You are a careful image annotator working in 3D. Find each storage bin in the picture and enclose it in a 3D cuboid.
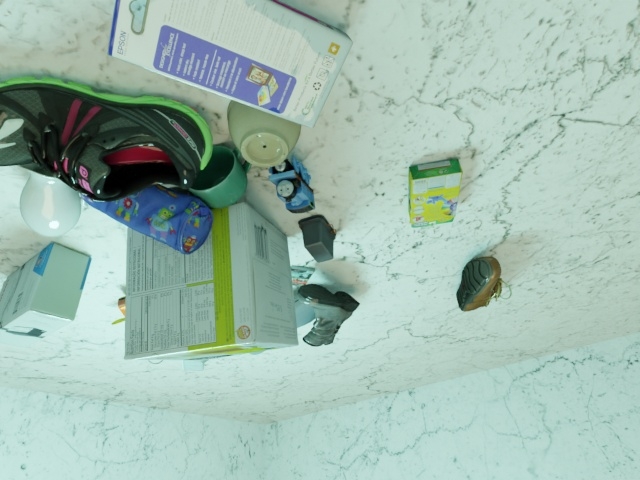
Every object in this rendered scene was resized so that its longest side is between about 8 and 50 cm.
[{"bbox_3d":[0.000,0.000,1.246,0.098,0.091,0.135,-15,145,16],"label":"storage bin"}]

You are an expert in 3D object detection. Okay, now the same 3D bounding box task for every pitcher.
[{"bbox_3d":[-0.614,-0.109,1.004,0.178,0.125,0.207,-1,138,-32],"label":"pitcher"}]

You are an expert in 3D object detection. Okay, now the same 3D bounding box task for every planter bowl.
[{"bbox_3d":[-0.118,-0.225,0.882,0.162,0.109,0.162,-2,146,-2],"label":"planter bowl"}]

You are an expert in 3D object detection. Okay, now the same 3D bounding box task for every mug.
[{"bbox_3d":[-0.223,-0.143,0.973,0.158,0.129,0.097,-12,148,11],"label":"mug"}]

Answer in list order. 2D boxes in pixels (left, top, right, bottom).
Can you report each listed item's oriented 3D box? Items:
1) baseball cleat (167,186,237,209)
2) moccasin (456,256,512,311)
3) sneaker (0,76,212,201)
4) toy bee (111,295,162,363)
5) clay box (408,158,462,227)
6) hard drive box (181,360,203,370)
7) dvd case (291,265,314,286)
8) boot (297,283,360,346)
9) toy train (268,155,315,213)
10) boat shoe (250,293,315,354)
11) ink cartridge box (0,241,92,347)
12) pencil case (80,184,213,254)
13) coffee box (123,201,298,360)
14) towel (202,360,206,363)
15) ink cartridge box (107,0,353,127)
[{"bbox_3d":[-0.294,-0.106,1.088,0.109,0.072,0.206,-32,147,26],"label":"baseball cleat"},{"bbox_3d":[0.593,0.163,1.513,0.147,0.139,0.380,-9,146,5],"label":"moccasin"},{"bbox_3d":[-0.464,-0.185,0.817,0.484,0.202,0.185,0,145,-6],"label":"sneaker"},{"bbox_3d":[-0.685,0.305,1.592,0.196,0.162,0.298,2,117,-18],"label":"toy bee"},{"bbox_3d":[0.304,-0.119,1.136,0.128,0.053,0.222,-8,147,6],"label":"clay box"},{"bbox_3d":[-0.513,0.411,1.723,0.089,0.181,0.232,6,144,-12],"label":"hard drive box"},{"bbox_3d":[-0.080,0.129,1.499,0.087,0.013,0.119,8,145,-18],"label":"dvd case"},{"bbox_3d":[-0.001,0.289,1.524,0.338,0.118,0.222,23,102,-49],"label":"boot"},{"bbox_3d":[-0.065,-0.130,1.002,0.080,0.105,0.184,-12,169,11],"label":"toy train"},{"bbox_3d":[-0.147,0.275,1.610,0.367,0.156,0.135,-35,139,-6],"label":"boat shoe"},{"bbox_3d":[-0.868,0.175,1.291,0.308,0.223,0.129,-25,142,28],"label":"ink cartridge box"},{"bbox_3d":[-0.395,-0.086,0.954,0.306,0.119,0.133,26,105,9],"label":"pencil case"},{"bbox_3d":[-0.278,0.135,1.128,0.335,0.337,0.337,-11,162,11],"label":"coffee box"},{"bbox_3d":[-0.346,0.293,1.516,0.312,0.056,0.324,-40,160,-21],"label":"towel"},{"bbox_3d":[-0.145,-0.335,0.716,0.371,0.069,0.175,12,127,-26],"label":"ink cartridge box"}]
